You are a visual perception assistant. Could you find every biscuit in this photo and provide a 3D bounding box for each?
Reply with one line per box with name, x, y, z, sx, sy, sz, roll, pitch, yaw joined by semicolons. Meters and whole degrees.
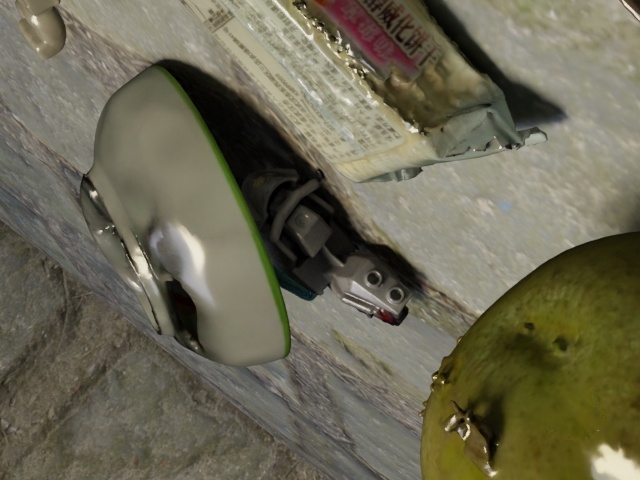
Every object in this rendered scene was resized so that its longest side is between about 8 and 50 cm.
biscuit;-0.015;-0.147;0.606;0.309;0.079;0.186;46;160;-13

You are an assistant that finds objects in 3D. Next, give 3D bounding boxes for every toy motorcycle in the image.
toy motorcycle;0.000;0.000;0.937;0.215;0.080;0.122;37;165;5

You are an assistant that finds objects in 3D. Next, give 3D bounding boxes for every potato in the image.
potato;0.212;0.162;0.578;0.269;0.219;0.359;-21;128;26

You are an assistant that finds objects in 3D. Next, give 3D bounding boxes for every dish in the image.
dish;-0.157;-0.002;0.999;0.324;0.124;0.324;58;165;26

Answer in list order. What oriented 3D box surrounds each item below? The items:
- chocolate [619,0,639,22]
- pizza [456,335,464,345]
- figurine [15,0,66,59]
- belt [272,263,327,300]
chocolate;0.102;-0.162;0.290;0.214;0.093;0.148;42;164;4
pizza;0.165;0.102;0.908;0.078;0.025;0.083;14;169;29
figurine;-0.307;-0.280;0.812;0.308;0.143;0.308;43;150;32
belt;-0.056;0.023;1.137;0.179;0.065;0.100;30;149;36
